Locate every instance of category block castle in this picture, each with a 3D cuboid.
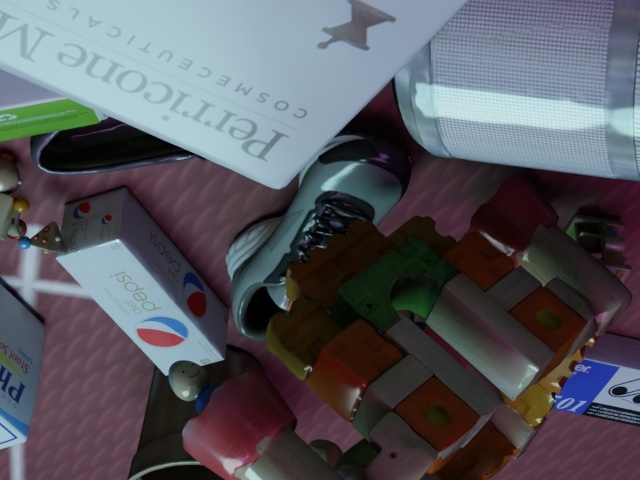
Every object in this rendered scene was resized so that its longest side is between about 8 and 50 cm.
[{"bbox_3d":[0.046,0.144,1.351,0.213,0.453,0.303,42,140,17],"label":"block castle"}]

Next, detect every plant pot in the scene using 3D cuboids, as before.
[{"bbox_3d":[-0.125,0.212,1.629,0.167,0.165,0.167,0,140,0],"label":"plant pot"}]

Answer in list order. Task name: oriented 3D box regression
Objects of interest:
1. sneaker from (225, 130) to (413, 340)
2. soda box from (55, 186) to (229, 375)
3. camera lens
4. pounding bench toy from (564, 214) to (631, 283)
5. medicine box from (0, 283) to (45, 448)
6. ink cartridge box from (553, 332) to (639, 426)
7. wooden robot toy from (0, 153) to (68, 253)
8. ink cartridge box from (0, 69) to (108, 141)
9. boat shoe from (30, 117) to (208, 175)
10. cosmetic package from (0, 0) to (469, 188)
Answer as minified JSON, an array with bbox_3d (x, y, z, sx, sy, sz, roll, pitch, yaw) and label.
[{"bbox_3d":[0.000,0.000,1.416,0.100,0.108,0.271,22,135,-21],"label":"sneaker"},{"bbox_3d":[-0.172,0.045,1.503,0.073,0.069,0.216,-16,138,20],"label":"soda box"},{"bbox_3d":[0.197,-0.156,1.088,0.274,0.219,0.219,8,144,21],"label":"camera lens"},{"bbox_3d":[0.265,0.004,1.443,0.052,0.065,0.083,10,141,-11],"label":"pounding bench toy"},{"bbox_3d":[-0.473,0.110,1.529,0.289,0.149,0.263,-17,137,20],"label":"medicine box"},{"bbox_3d":[0.308,0.147,1.630,0.207,0.046,0.097,13,138,-13],"label":"ink cartridge box"},{"bbox_3d":[-0.308,-0.045,1.415,0.173,0.079,0.076,17,-179,7],"label":"wooden robot toy"},{"bbox_3d":[-0.172,-0.184,1.082,0.255,0.189,0.097,-11,173,-2],"label":"ink cartridge box"},{"bbox_3d":[-0.093,-0.107,1.170,0.285,0.092,0.103,-11,133,11],"label":"boat shoe"},{"bbox_3d":[-0.047,-0.308,0.871,0.329,0.327,0.393,23,137,-24],"label":"cosmetic package"}]
